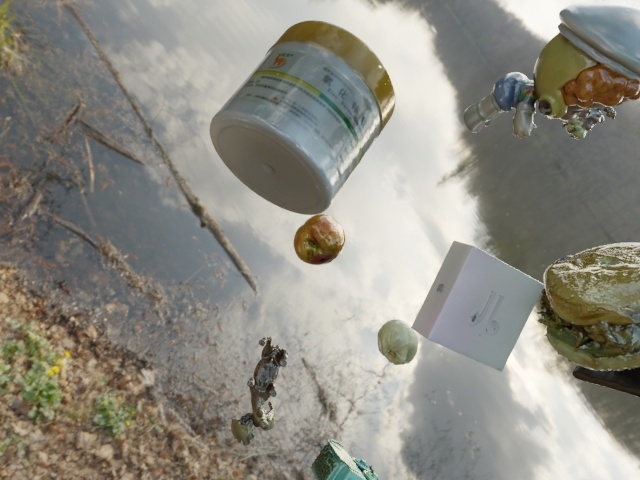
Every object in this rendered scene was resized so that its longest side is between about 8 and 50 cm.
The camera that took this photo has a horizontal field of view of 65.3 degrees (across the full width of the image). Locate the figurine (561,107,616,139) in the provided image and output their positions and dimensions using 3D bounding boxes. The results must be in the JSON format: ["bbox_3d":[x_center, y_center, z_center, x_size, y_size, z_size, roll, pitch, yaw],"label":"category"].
[{"bbox_3d":[0.840,-0.396,1.531,0.147,0.197,0.093,4,55,-43],"label":"figurine"}]

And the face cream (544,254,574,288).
[{"bbox_3d":[0.634,0.142,1.241,0.264,0.149,0.083,48,-2,-42],"label":"face cream"}]

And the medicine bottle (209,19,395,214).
[{"bbox_3d":[-0.026,-0.199,0.840,0.238,0.238,0.232,43,65,-23],"label":"medicine bottle"}]

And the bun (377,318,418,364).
[{"bbox_3d":[0.290,0.396,1.908,0.164,0.188,0.111,22,35,15],"label":"bun"}]

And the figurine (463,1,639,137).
[{"bbox_3d":[0.435,-0.312,0.965,0.224,0.382,0.205,-32,100,-46],"label":"figurine"}]

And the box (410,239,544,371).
[{"bbox_3d":[0.206,0.086,0.657,0.130,0.129,0.051,26,0,-20],"label":"box"}]

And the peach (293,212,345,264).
[{"bbox_3d":[0.000,0.000,1.312,0.138,0.138,0.138,39,30,-28],"label":"peach"}]

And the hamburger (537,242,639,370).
[{"bbox_3d":[0.423,0.090,0.692,0.189,0.215,0.122,-144,-148,-69],"label":"hamburger"}]

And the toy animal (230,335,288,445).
[{"bbox_3d":[-0.122,0.329,1.082,0.094,0.186,0.214,19,59,-2],"label":"toy animal"}]

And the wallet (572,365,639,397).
[{"bbox_3d":[0.693,0.288,1.133,0.025,0.124,0.244,44,-11,-10],"label":"wallet"}]

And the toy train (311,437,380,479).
[{"bbox_3d":[0.067,0.626,1.317,0.163,0.112,0.203,37,-10,-13],"label":"toy train"}]
